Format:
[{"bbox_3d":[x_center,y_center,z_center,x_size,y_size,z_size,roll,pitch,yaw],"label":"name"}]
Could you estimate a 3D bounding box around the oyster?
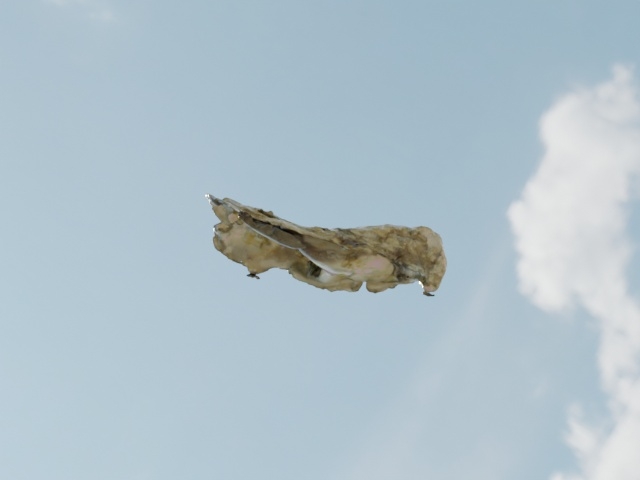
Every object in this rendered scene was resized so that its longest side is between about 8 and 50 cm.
[{"bbox_3d":[-0.002,0.002,1.259,0.200,0.106,0.061,22,-120,-5],"label":"oyster"}]
